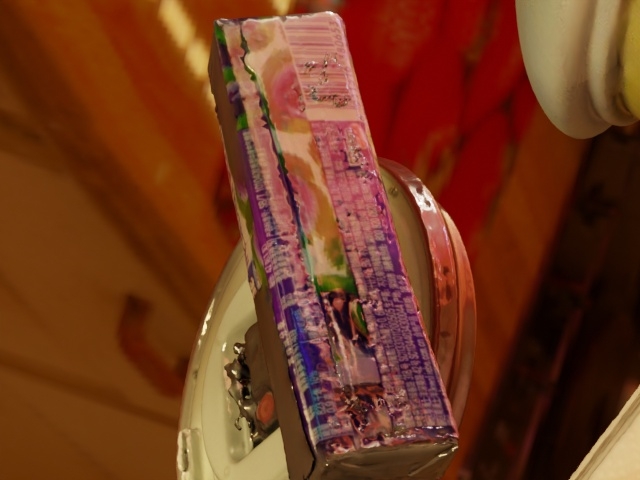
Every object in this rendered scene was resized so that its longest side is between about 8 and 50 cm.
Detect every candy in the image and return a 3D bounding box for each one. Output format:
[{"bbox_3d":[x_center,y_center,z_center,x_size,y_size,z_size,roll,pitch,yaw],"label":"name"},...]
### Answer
[{"bbox_3d":[0.000,0.000,1.148,0.061,0.088,0.312,113,-31,-54],"label":"candy"}]

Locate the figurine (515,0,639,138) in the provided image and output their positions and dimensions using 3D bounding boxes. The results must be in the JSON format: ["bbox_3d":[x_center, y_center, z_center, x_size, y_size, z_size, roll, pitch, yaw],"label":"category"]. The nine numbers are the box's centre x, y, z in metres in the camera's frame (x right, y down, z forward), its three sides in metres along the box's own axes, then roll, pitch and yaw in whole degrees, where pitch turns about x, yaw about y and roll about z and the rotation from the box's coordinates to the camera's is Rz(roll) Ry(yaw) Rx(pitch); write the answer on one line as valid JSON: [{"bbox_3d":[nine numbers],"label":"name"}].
[{"bbox_3d":[0.239,-0.077,0.991,0.205,0.382,0.224,-32,154,-10],"label":"figurine"}]

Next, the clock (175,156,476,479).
[{"bbox_3d":[-0.012,0.093,1.325,0.080,0.318,0.318,18,88,-28],"label":"clock"}]

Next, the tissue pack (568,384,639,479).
[{"bbox_3d":[0.251,0.169,0.783,0.170,0.325,0.071,-51,172,-17],"label":"tissue pack"}]
